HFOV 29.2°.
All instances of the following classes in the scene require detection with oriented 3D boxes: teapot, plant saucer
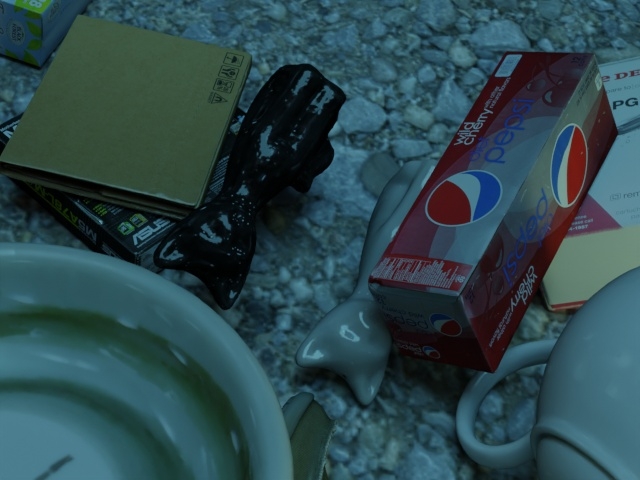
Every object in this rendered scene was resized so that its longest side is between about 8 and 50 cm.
[{"bbox_3d":[0.227,0.149,0.820,0.187,0.256,0.252,-37,80,-12],"label":"teapot"},{"bbox_3d":[-0.216,0.171,0.747,0.400,0.100,0.400,1,45,-1],"label":"plant saucer"}]

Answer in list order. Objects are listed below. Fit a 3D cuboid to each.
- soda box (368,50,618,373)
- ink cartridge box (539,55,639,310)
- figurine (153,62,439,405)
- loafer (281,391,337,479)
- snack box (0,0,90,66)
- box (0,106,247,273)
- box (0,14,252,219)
[{"bbox_3d":[0.139,-0.029,0.949,0.083,0.092,0.263,9,51,36],"label":"soda box"},{"bbox_3d":[0.263,-0.057,1.053,0.158,0.092,0.218,-10,41,20],"label":"ink cartridge box"},{"bbox_3d":[0.000,0.000,0.966,0.215,0.092,0.209,36,55,-7],"label":"figurine"},{"bbox_3d":[-0.026,0.214,0.790,0.087,0.094,0.251,24,51,-10],"label":"loafer"},{"bbox_3d":[-0.324,-0.269,1.170,0.207,0.070,0.174,19,46,3],"label":"snack box"},{"bbox_3d":[-0.149,-0.072,1.047,0.184,0.045,0.190,36,51,23],"label":"box"},{"bbox_3d":[-0.158,-0.109,1.033,0.164,0.021,0.201,13,47,1],"label":"box"}]
